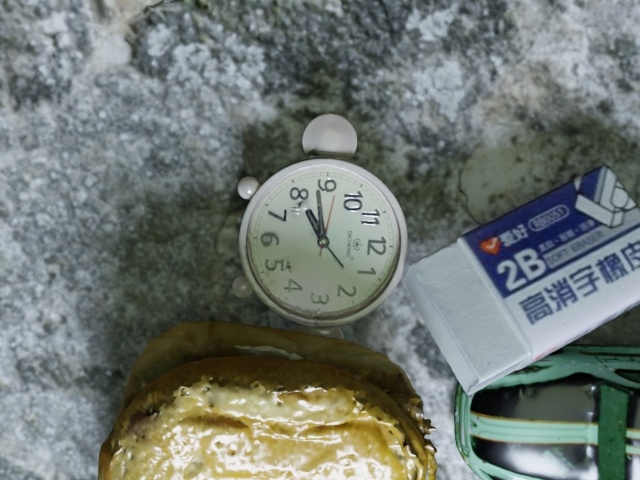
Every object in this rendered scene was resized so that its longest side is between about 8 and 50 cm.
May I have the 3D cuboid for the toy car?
[{"bbox_3d":[0.279,0.167,0.904,0.306,0.125,0.136,1,94,-4],"label":"toy car"}]

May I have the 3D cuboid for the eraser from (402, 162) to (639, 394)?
[{"bbox_3d":[0.193,0.033,0.883,0.210,0.068,0.124,-26,74,-13],"label":"eraser"}]

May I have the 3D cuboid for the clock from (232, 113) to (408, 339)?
[{"bbox_3d":[0.000,0.000,0.911,0.155,0.063,0.229,2,94,0],"label":"clock"}]

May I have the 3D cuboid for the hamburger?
[{"bbox_3d":[-0.048,0.220,0.860,0.318,0.158,0.319,1,108,3],"label":"hamburger"}]
